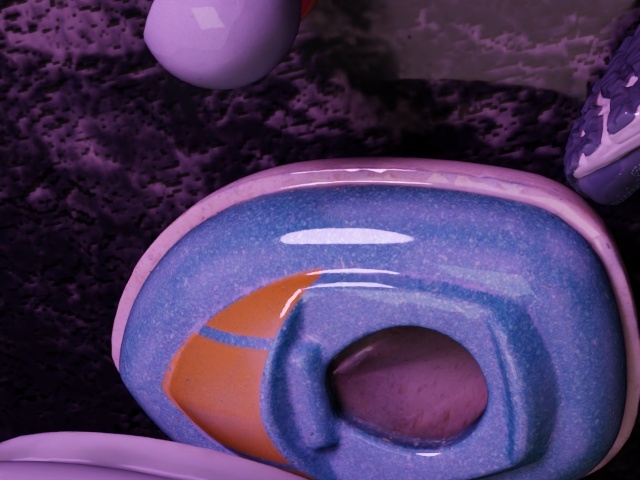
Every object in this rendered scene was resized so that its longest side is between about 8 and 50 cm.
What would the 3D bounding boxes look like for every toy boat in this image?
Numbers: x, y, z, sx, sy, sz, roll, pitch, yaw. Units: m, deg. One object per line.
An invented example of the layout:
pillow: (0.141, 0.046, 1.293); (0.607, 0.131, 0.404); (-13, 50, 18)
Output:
toy boat: (0.000, 0.000, 0.693); (0.267, 0.148, 0.318); (-8, 113, 20)

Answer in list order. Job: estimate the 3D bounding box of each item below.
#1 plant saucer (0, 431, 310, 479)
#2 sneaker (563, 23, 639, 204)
plant saucer: (-0.078, 0.179, 0.745); (0.400, 0.100, 0.400); (9, 153, 4)
sneaker: (0.231, -0.077, 0.610); (0.283, 0.110, 0.122); (-32, 106, 28)
